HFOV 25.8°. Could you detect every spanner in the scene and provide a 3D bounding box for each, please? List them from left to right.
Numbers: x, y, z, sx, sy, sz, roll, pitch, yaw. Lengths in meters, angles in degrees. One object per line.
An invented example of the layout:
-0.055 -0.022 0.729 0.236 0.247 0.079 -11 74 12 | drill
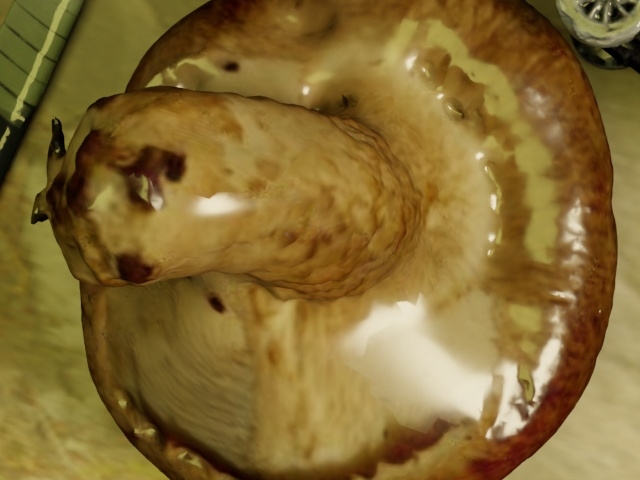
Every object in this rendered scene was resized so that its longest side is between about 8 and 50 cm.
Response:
-0.145 -0.133 0.736 0.087 0.024 0.316 31 100 11 | spanner

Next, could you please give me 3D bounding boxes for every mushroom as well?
0.006 0.014 0.627 0.267 0.254 0.267 5 121 9 | mushroom

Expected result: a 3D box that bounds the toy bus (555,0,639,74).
0.207 -0.094 0.608 0.234 0.116 0.133 41 98 10 | toy bus
